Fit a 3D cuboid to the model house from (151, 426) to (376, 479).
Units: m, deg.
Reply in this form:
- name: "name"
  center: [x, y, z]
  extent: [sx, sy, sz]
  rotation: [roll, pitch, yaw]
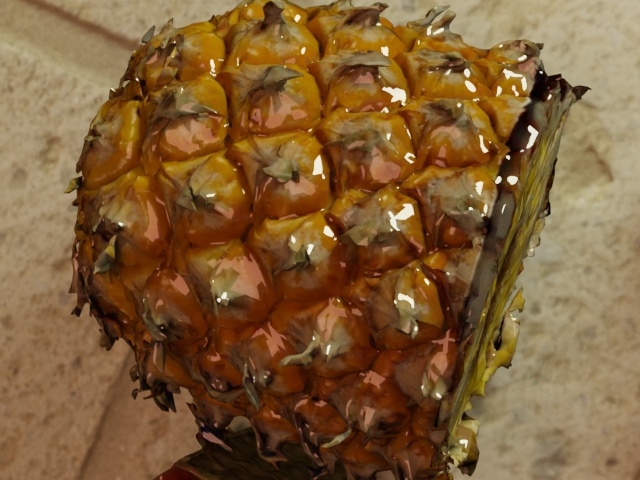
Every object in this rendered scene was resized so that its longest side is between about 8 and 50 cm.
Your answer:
- name: "model house"
  center: [-0.031, 0.241, 1.140]
  extent: [0.160, 0.196, 0.254]
  rotation: [-44, 77, 15]

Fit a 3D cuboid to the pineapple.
- name: "pineapple"
  center: [0.000, 0.000, 1.057]
  extent: [0.300, 0.352, 0.353]
  rotation: [12, 94, 17]
